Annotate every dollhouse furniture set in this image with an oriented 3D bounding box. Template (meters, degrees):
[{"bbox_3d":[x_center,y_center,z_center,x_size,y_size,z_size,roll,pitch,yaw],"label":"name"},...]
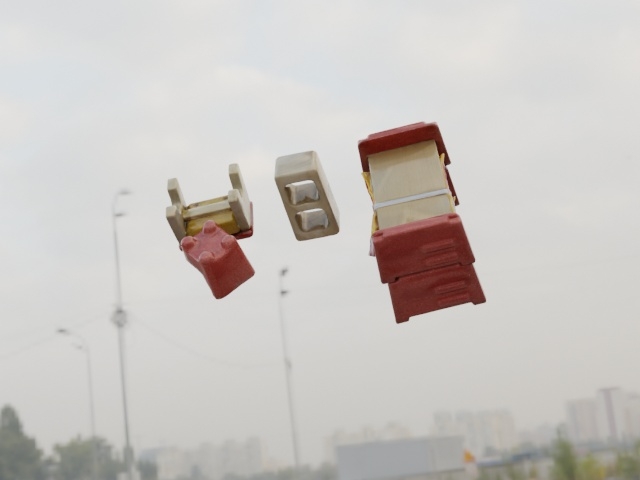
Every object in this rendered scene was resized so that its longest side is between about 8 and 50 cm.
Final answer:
[{"bbox_3d":[0.000,0.000,1.445,0.374,0.201,0.152,-13,-47,8],"label":"dollhouse furniture set"}]
